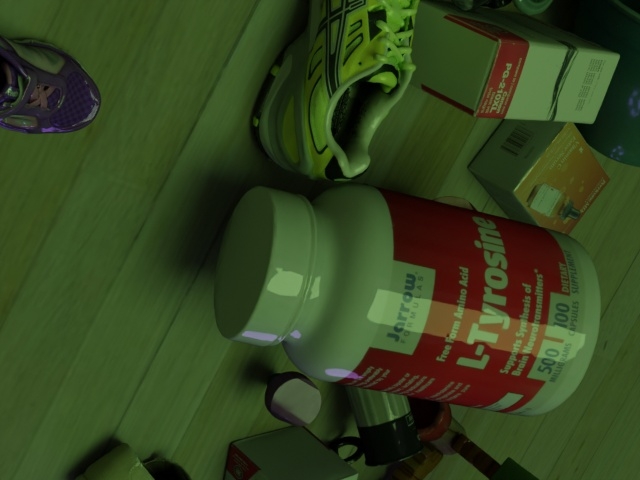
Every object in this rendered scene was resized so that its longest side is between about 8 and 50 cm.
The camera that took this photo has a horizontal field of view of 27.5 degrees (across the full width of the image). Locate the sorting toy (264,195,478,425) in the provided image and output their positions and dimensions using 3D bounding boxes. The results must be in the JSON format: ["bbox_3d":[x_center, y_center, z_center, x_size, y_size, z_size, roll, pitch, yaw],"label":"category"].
[{"bbox_3d":[0.055,0.082,1.686,0.365,0.126,0.127,-46,111,-5],"label":"sorting toy"}]

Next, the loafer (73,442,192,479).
[{"bbox_3d":[-0.185,0.326,1.611,0.092,0.102,0.268,-50,138,2],"label":"loafer"}]

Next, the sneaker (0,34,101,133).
[{"bbox_3d":[-0.292,-0.147,1.212,0.236,0.104,0.095,21,98,-49],"label":"sneaker"}]

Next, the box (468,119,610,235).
[{"bbox_3d":[0.307,-0.094,1.820,0.130,0.091,0.170,-53,138,-4],"label":"box"}]

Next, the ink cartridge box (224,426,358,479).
[{"bbox_3d":[-0.050,0.363,1.741,0.127,0.128,0.176,-9,121,-40],"label":"ink cartridge box"}]

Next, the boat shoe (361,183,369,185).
[{"bbox_3d":[0.000,0.000,1.615,0.183,0.065,0.083,-36,134,-31],"label":"boat shoe"}]

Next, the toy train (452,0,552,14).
[{"bbox_3d":[0.274,-0.402,1.569,0.334,0.142,0.190,-33,124,-25],"label":"toy train"}]

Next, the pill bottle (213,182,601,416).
[{"bbox_3d":[0.096,0.063,1.502,0.407,0.229,0.229,12,107,-23],"label":"pill bottle"}]

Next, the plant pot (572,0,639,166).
[{"bbox_3d":[0.455,-0.246,1.754,0.271,0.271,0.255,-24,144,-31],"label":"plant pot"}]

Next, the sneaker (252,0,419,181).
[{"bbox_3d":[0.062,-0.242,1.453,0.145,0.147,0.385,6,110,-43],"label":"sneaker"}]

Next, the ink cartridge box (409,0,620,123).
[{"bbox_3d":[0.221,-0.219,1.597,0.237,0.172,0.100,-2,116,-43],"label":"ink cartridge box"}]

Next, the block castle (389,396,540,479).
[{"bbox_3d":[0.211,0.432,1.797,0.303,0.453,0.213,-50,145,-5],"label":"block castle"}]

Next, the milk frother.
[{"bbox_3d":[0.053,0.238,1.793,0.143,0.129,0.135,-16,92,-2],"label":"milk frother"}]
